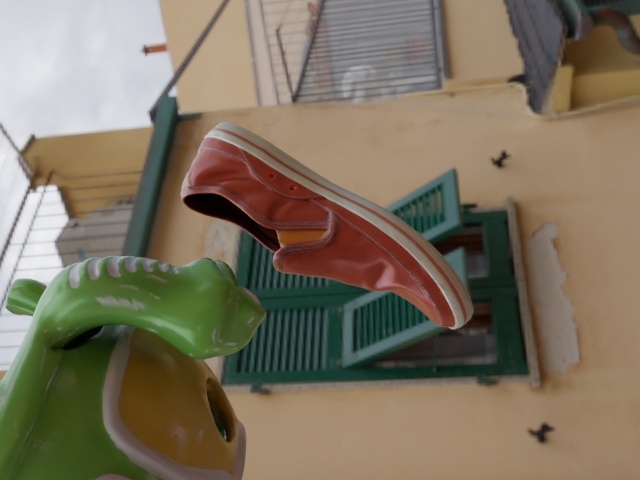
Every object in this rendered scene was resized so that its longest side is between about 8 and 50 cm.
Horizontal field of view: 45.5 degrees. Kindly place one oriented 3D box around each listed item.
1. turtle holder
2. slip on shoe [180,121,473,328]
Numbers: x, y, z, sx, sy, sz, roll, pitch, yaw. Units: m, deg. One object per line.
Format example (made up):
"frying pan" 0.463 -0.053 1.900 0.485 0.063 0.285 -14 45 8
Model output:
"turtle holder" -0.176 0.147 0.626 0.320 0.228 0.243 -66 14 -2
"slip on shoe" 0.000 0.000 0.766 0.101 0.331 0.123 -55 -15 -15
